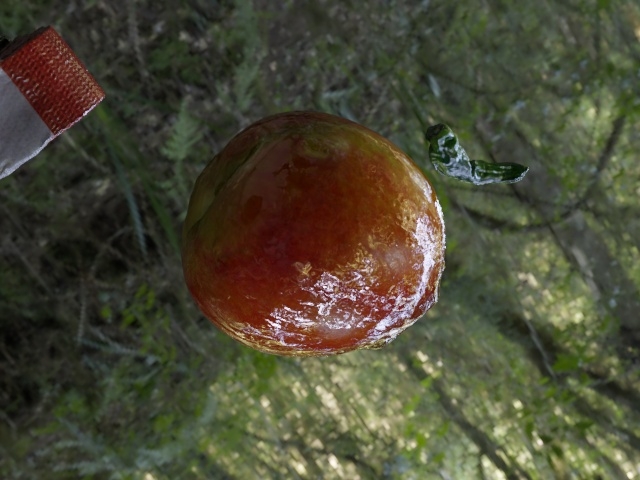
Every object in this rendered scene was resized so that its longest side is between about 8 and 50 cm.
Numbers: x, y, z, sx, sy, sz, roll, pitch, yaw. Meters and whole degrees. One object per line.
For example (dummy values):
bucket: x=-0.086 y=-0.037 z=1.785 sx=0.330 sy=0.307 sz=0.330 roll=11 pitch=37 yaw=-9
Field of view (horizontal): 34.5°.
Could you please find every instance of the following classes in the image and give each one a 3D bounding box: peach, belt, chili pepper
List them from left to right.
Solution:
belt: x=-0.348 y=-0.146 z=1.112 sx=0.201 sy=0.124 sz=0.128 roll=-35 pitch=-162 yaw=0
peach: x=0.000 y=0.000 z=1.477 sx=0.388 sy=0.388 sz=0.388 roll=-30 pitch=-161 yaw=11
chili pepper: x=0.233 y=-0.120 z=1.596 sx=0.073 sy=0.182 sz=0.050 roll=-57 pitch=-150 yaw=23
